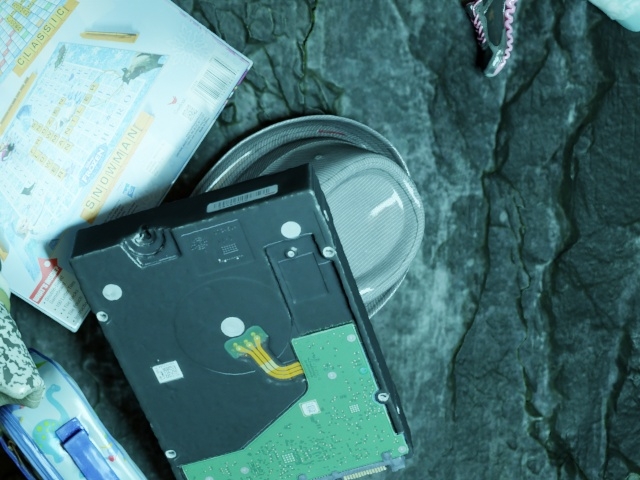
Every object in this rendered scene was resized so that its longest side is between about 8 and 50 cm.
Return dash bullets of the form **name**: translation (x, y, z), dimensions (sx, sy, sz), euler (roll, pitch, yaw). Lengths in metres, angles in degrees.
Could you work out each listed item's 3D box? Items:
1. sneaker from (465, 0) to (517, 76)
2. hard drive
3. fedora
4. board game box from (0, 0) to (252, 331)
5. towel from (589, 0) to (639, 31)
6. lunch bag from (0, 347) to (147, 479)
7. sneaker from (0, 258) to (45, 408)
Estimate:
- **sneaker**: translation (0.182, -0.239, 1.490), dimensions (0.057, 0.047, 0.119), euler (9, 85, -18)
- **hard drive**: translation (-0.066, 0.106, 1.310), dimensions (0.237, 0.064, 0.338), euler (-17, 120, 9)
- **fedora**: translation (0.000, 0.000, 1.388), dimensions (0.275, 0.124, 0.243), euler (-32, 107, -18)
- **board game box**: translation (-0.277, -0.130, 1.279), dimensions (0.318, 0.066, 0.318), euler (36, 81, -24)
- **towel**: translation (0.326, -0.469, 1.505), dimensions (0.321, 0.090, 0.374), euler (31, 83, -21)
- **lunch bag**: translation (-0.228, 0.209, 1.281), dimensions (0.090, 0.176, 0.219), euler (-39, 111, -16)
- **sneaker**: translation (-0.407, 0.179, 1.146), dimensions (0.410, 0.182, 0.158), euler (-39, 154, -5)
